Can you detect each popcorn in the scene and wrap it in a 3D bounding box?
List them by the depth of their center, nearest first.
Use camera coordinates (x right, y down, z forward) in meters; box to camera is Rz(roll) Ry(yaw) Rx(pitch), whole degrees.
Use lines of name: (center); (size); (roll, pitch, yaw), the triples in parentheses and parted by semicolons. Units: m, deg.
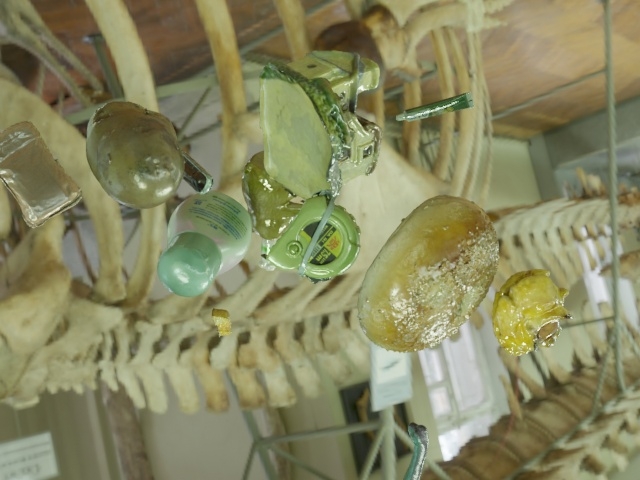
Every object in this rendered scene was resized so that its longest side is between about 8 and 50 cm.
popcorn: (0.377, 0.128, 1.453); (0.148, 0.167, 0.152); (-19, -143, -28)

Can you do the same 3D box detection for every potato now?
potato: (-0.329, -0.153, 1.417); (0.164, 0.165, 0.262); (-10, -143, -14)

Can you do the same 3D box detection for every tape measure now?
tape measure: (0.000, 0.000, 1.522); (0.177, 0.154, 0.087); (-55, 175, 8)

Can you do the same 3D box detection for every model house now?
model house: (0.032, -0.264, 1.800); (0.266, 0.261, 0.321); (-30, 139, -32)

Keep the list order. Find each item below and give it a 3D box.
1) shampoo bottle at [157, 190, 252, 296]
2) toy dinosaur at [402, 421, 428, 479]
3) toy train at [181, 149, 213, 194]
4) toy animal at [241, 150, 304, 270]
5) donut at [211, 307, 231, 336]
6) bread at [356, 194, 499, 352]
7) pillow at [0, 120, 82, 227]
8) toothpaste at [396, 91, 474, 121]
shampoo bottle: (-0.309, 0.014, 2.090); (0.151, 0.221, 0.350); (-54, -172, 31)
toy dinosaur: (0.218, 0.571, 1.464); (0.129, 0.383, 0.331); (-7, 134, -40)
toy train: (-0.273, -0.145, 1.705); (0.047, 0.043, 0.207); (24, -170, -36)
toy animal: (-0.133, -0.098, 2.332); (0.180, 0.181, 0.363); (-21, 139, -19)
donut: (-0.224, 0.190, 1.842); (0.037, 0.083, 0.067); (-8, -161, -1)
bread: (0.199, 0.070, 1.406); (0.305, 0.158, 0.306); (-39, 150, -28)
pillow: (-0.612, -0.143, 1.699); (0.135, 0.211, 0.034); (-35, -173, -15)
toothpaste: (0.293, -0.339, 2.073); (0.204, 0.032, 0.049); (-11, 130, 20)
